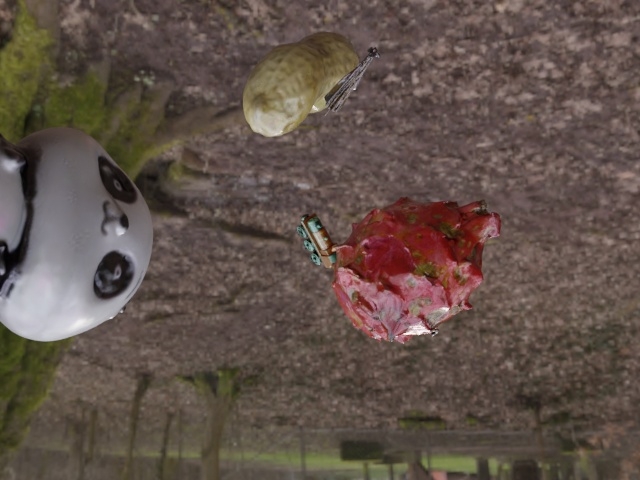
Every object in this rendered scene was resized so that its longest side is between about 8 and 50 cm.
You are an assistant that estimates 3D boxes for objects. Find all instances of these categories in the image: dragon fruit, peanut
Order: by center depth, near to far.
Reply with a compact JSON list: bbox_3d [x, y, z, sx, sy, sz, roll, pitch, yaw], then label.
[{"bbox_3d":[-0.024,-0.209,1.004,0.098,0.103,0.229,-6,-159,33],"label":"peanut"},{"bbox_3d":[0.143,0.030,1.143,0.268,0.205,0.210,-37,171,9],"label":"dragon fruit"}]

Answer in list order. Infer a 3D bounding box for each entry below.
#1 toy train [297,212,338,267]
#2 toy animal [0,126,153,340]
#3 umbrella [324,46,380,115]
[{"bbox_3d":[0.000,0.000,1.346,0.044,0.103,0.064,-34,-166,-23],"label":"toy train"},{"bbox_3d":[-0.258,-0.010,0.661,0.235,0.187,0.165,13,161,-36],"label":"toy animal"},{"bbox_3d":[0.027,-0.147,0.726,0.083,0.020,0.031,-43,178,29],"label":"umbrella"}]
